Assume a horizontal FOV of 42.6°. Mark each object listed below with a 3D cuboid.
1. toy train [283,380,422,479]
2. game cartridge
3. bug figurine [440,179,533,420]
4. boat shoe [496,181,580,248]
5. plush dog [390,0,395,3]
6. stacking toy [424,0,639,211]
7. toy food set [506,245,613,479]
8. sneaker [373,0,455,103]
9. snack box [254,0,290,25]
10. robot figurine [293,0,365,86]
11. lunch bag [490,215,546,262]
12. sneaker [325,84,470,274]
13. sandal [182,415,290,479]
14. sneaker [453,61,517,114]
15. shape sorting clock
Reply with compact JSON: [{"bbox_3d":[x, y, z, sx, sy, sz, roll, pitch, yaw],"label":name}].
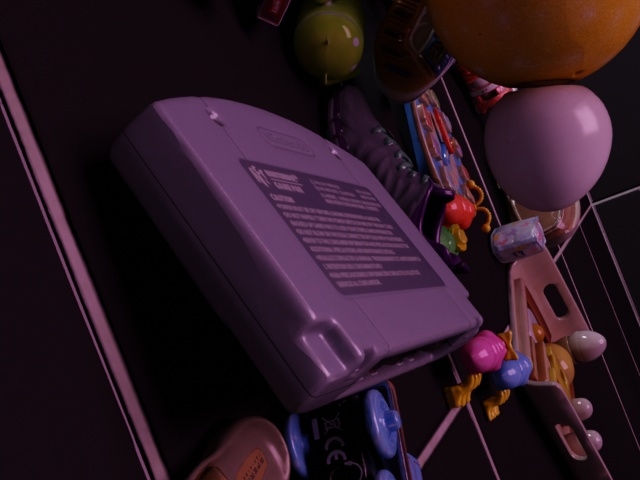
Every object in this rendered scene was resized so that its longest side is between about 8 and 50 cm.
[{"bbox_3d":[0.030,0.173,0.498,0.105,0.080,0.184,50,25,-54],"label":"toy train"},{"bbox_3d":[0.000,0.000,0.533,0.198,0.062,0.297,49,17,18],"label":"game cartridge"},{"bbox_3d":[0.160,0.059,0.878,0.216,0.072,0.279,-8,78,-66],"label":"bug figurine"},{"bbox_3d":[0.347,-0.114,1.394,0.116,0.123,0.324,44,26,-31],"label":"boat shoe"},{"bbox_3d":[0.134,-0.401,1.140,0.225,0.210,0.262,64,35,-56],"label":"plush dog"},{"bbox_3d":[0.195,-0.267,0.769,0.350,0.350,0.480,-15,103,-67],"label":"stacking toy"},{"bbox_3d":[0.357,0.175,1.177,0.220,0.092,0.306,56,26,-26],"label":"toy food set"},{"bbox_3d":[0.149,-0.294,0.959,0.112,0.296,0.131,35,-4,5],"label":"sneaker"},{"bbox_3d":[-0.007,-0.267,0.673,0.022,0.178,0.064,22,23,-18],"label":"snack box"},{"bbox_3d":[0.009,-0.197,0.777,0.115,0.067,0.101,-84,174,-49],"label":"robot figurine"},{"bbox_3d":[0.292,0.001,1.215,0.053,0.071,0.083,71,21,-4],"label":"lunch bag"},{"bbox_3d":[0.073,-0.054,0.754,0.083,0.098,0.224,25,49,-58],"label":"sneaker"},{"bbox_3d":[-0.042,0.143,0.397,0.072,0.049,0.180,62,24,-14],"label":"sandal"},{"bbox_3d":[0.273,-0.303,1.410,0.270,0.090,0.145,3,65,-67],"label":"sneaker"},{"bbox_3d":[0.161,-0.118,1.073,0.206,0.040,0.206,46,32,-41],"label":"shape sorting clock"}]
